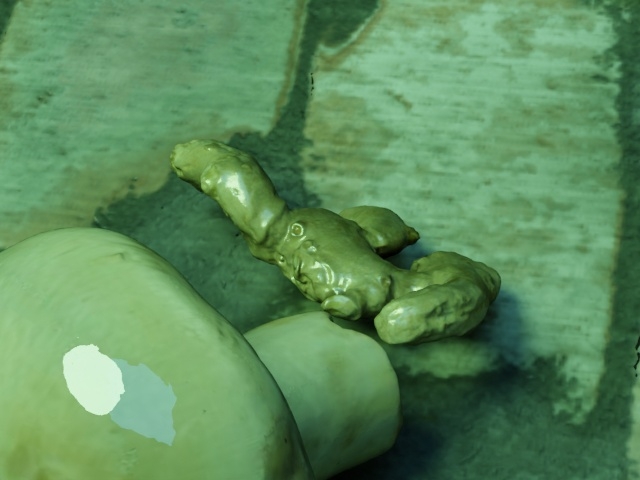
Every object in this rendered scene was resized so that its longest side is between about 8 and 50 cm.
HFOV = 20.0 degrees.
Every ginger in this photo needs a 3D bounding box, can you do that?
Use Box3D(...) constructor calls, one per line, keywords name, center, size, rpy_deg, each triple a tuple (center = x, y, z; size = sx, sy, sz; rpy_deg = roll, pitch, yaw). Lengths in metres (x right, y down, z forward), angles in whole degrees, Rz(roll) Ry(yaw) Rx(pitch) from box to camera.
Box3D(name="ginger", center=(0.011, 0.001, 1.204), size=(0.258, 0.065, 0.149), rpy_deg=(31, 17, 34))

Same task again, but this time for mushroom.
Box3D(name="mushroom", center=(-0.071, 0.124, 1.025), size=(0.290, 0.293, 0.292), rpy_deg=(-17, 48, -35))
